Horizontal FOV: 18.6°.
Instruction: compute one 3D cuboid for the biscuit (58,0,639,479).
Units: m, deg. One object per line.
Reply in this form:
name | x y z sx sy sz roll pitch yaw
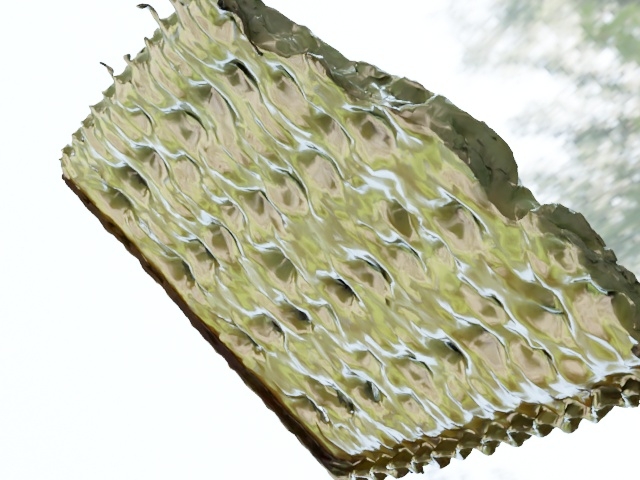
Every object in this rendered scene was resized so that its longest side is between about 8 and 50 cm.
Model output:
biscuit | -0.001 0.001 0.490 0.144 0.203 0.016 48 -114 -3
